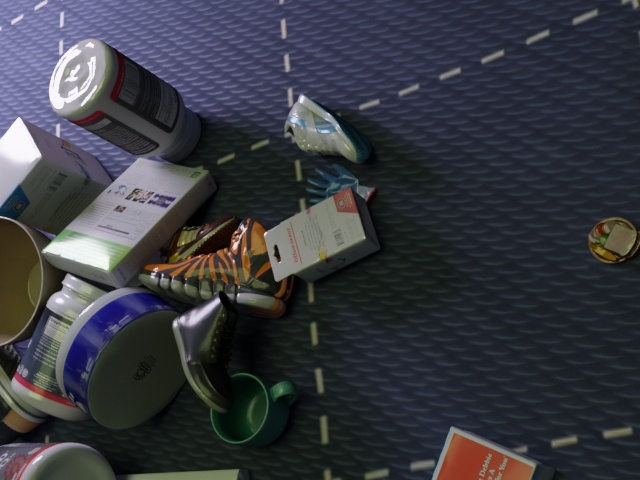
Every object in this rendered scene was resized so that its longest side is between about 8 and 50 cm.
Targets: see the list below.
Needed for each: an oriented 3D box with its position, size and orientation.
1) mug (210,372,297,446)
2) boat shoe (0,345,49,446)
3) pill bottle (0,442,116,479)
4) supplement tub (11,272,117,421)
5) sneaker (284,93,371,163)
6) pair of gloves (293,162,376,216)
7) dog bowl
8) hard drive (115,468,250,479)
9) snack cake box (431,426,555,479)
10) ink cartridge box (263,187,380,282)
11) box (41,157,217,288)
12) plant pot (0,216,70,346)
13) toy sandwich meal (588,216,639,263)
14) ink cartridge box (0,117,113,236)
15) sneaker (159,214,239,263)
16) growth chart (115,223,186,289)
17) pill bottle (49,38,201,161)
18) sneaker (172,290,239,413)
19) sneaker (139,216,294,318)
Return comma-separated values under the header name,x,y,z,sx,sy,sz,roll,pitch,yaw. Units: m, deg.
name,x,y,z,sx,sy,sz,roll,pitch,yaw
mug,-0.111,0.316,1.628,0.158,0.097,0.129,4,75,34
boat shoe,-0.800,0.276,2.047,0.156,0.187,0.500,-48,59,3
pill bottle,-0.585,0.512,1.775,0.363,0.210,0.210,-14,65,44
supplement tub,-0.510,0.224,1.865,0.191,0.191,0.272,21,86,37
sneaker,0.014,-0.201,1.746,0.229,0.087,0.092,44,106,43
pair of gloves,0.015,-0.052,1.723,0.159,0.023,0.198,24,87,37
dog bowl,-0.374,0.230,1.728,0.104,0.265,0.264,28,90,35
hard drive,-0.292,0.563,1.691,0.353,0.047,0.232,-12,67,31
snack cake box,0.235,0.441,1.361,0.152,0.089,0.264,18,83,38
ink cartridge box,0.000,0.000,1.659,0.198,0.067,0.115,-26,61,20
box,-0.403,-0.045,1.882,0.232,0.058,0.322,13,50,38
plant pot,-0.671,0.097,1.997,0.284,0.191,0.284,-3,84,24
toy sandwich meal,0.464,-0.001,1.404,0.086,0.029,0.085,-12,67,30
ink cartridge box,-0.627,-0.134,2.045,0.171,0.233,0.168,-48,52,11
sneaker,-0.258,-0.009,1.847,0.185,0.069,0.084,-37,64,5
growth chart,-0.380,0.022,1.957,0.237,0.021,0.171,-24,61,25
pill bottle,-0.404,-0.283,1.896,0.176,0.318,0.176,-12,67,29
sneaker,-0.188,0.197,1.609,0.118,0.083,0.222,-39,56,14
sneaker,-0.196,0.044,1.768,0.321,0.124,0.180,8,71,16
